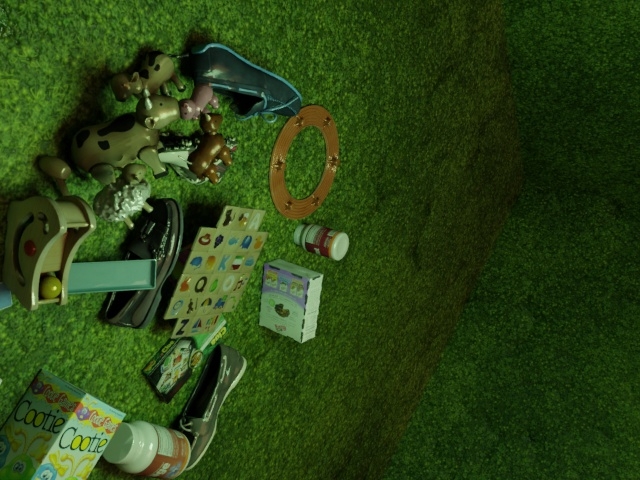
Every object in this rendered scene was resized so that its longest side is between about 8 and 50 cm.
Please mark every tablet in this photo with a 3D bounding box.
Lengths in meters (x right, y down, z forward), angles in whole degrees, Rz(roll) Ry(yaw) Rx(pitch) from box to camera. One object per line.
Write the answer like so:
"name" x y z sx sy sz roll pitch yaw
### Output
"tablet" -0.604 0.109 1.261 0.083 0.006 0.054 -26 126 -52

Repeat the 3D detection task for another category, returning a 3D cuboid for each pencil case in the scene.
"pencil case" -0.273 0.036 1.672 0.236 0.105 0.104 -30 129 -49

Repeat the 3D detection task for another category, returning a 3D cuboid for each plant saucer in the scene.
"plant saucer" -0.436 0.072 1.421 0.192 0.018 0.067 -2 108 -28

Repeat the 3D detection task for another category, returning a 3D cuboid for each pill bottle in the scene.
"pill bottle" -0.415 0.497 1.643 0.216 0.121 0.121 44 67 -56
"pill bottle" 0.000 0.000 2.038 0.086 0.152 0.086 -33 131 -47

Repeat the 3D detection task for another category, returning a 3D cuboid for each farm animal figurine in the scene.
"farm animal figurine" -0.341 -0.225 1.324 0.327 0.330 0.172 -34 143 -7

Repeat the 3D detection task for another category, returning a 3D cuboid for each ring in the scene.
"ring" -0.034 -0.221 1.994 0.337 0.032 0.336 -31 129 -49

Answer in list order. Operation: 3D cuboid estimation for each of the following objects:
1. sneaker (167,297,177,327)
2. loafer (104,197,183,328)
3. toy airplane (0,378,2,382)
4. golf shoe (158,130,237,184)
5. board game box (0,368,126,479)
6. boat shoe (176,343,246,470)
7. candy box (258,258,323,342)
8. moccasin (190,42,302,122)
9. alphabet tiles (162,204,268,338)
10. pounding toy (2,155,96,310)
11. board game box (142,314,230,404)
"sneaker" -0.312 0.175 1.709 0.152 0.058 0.084 -11 108 -51
"loafer" -0.383 0.049 1.497 0.095 0.109 0.302 11 98 -55
"toy airplane" -0.620 0.185 1.011 0.384 0.273 0.385 -34 134 -45
"golf shoe" -0.290 -0.179 1.538 0.273 0.105 0.120 -11 120 -56
"board game box" -0.546 0.423 1.374 0.275 0.142 0.144 -61 147 -19
"boat shoe" -0.311 0.425 1.806 0.095 0.112 0.335 47 58 -36
"candy box" -0.087 0.170 1.968 0.070 0.165 0.196 -17 119 -53
"moccasin" -0.181 -0.343 1.618 0.342 0.138 0.116 17 76 -47
"alphabet tiles" -0.242 0.076 1.643 0.285 0.011 0.342 3 114 -63
"pounding toy" -0.469 -0.012 1.274 0.155 0.154 0.269 -7 111 -57
"board game box" -0.336 0.275 1.755 0.259 0.030 0.136 -51 141 -32
